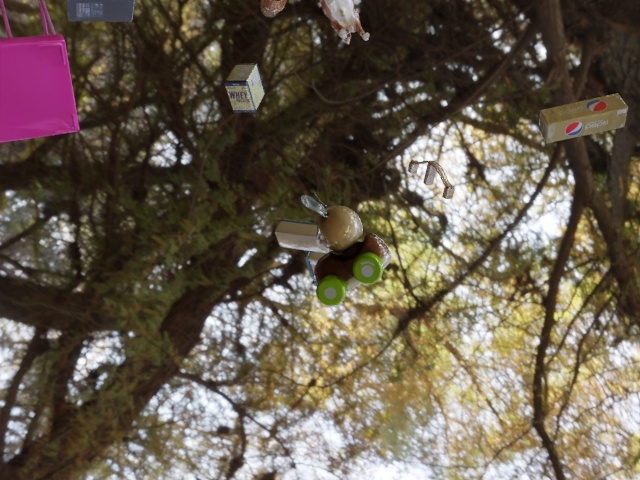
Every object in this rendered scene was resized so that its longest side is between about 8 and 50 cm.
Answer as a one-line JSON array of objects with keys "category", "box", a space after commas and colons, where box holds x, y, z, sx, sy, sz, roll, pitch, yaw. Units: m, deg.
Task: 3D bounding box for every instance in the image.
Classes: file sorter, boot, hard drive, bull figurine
[{"category": "file sorter", "box": [-0.610, -0.304, 0.965, 0.291, 0.202, 0.182, -15, -122, -25]}, {"category": "boot", "box": [-0.122, -0.815, 1.605, 0.220, 0.109, 0.283, -155, -101, -76]}, {"category": "hard drive", "box": [-0.470, -0.502, 1.177, 0.094, 0.135, 0.022, -27, -106, 65]}, {"category": "bull figurine", "box": [0.040, -0.711, 1.599, 0.101, 0.310, 0.188, -30, -135, 12]}]

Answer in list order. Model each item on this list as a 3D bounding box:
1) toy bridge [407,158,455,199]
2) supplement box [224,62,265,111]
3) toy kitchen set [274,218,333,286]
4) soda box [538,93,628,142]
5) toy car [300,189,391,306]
[{"category": "toy bridge", "box": [0.285, -0.174, 1.425, 0.026, 0.063, 0.188, -6, -148, -24]}, {"category": "supplement box", "box": [-0.178, -0.362, 1.303, 0.056, 0.083, 0.083, 4, -131, 16]}, {"category": "toy kitchen set", "box": [0.000, 0.000, 1.318, 0.122, 0.207, 0.166, 8, -131, 22]}, {"category": "soda box", "box": [0.615, -0.288, 1.296, 0.181, 0.058, 0.061, -11, -133, 8]}, {"category": "toy car", "box": [0.023, -0.004, 0.986, 0.149, 0.188, 0.155, -32, -176, 14]}]
